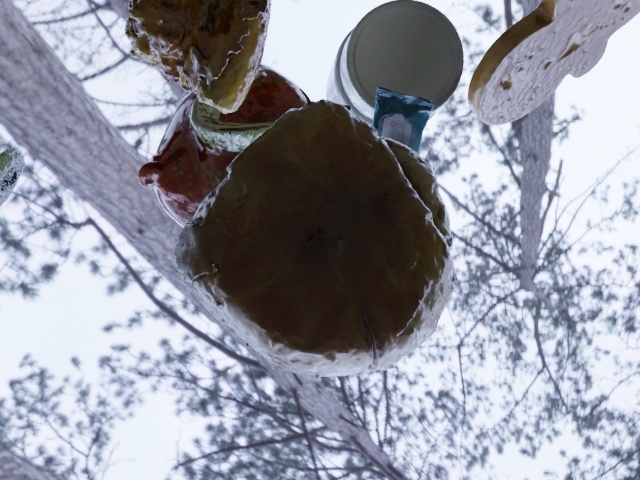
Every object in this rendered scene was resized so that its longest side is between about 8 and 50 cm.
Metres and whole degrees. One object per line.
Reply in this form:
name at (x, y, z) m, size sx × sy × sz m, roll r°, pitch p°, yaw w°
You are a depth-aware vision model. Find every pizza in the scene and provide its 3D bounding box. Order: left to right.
pizza at (-0.124, -0.258, 0.714) m, size 0.161 × 0.085 × 0.306 m, roll -15°, pitch -97°, yaw 8°

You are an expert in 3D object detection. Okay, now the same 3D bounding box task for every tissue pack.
tissue pack at (0.109, -0.145, 1.096) m, size 0.085 × 0.138 × 0.028 m, roll 17°, pitch -144°, yaw 10°

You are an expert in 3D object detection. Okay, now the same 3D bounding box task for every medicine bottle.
medicine bottle at (0.123, -0.291, 1.418) m, size 0.210 × 0.371 × 0.211 m, roll 0°, pitch -88°, yaw -4°

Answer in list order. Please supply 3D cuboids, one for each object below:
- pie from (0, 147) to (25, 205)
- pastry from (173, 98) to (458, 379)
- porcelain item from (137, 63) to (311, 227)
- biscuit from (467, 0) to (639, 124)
pie at (-0.376, -0.072, 0.933) m, size 0.021 × 0.084 × 0.084 m, roll 24°, pitch -108°, yaw -1°
pastry at (0.000, 0.000, 0.621) m, size 0.228 × 0.100 × 0.219 m, roll -10°, pitch -101°, yaw -10°
porcelain item at (-0.125, -0.103, 1.002) m, size 0.252 × 0.253 × 0.253 m, roll -6°, pitch -116°, yaw 13°
biscuit at (0.381, -0.329, 1.266) m, size 0.355 × 0.275 × 0.052 m, roll -43°, pitch -120°, yaw 11°
